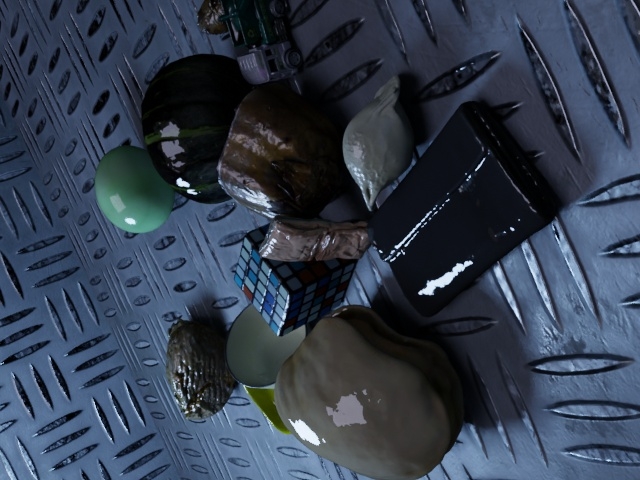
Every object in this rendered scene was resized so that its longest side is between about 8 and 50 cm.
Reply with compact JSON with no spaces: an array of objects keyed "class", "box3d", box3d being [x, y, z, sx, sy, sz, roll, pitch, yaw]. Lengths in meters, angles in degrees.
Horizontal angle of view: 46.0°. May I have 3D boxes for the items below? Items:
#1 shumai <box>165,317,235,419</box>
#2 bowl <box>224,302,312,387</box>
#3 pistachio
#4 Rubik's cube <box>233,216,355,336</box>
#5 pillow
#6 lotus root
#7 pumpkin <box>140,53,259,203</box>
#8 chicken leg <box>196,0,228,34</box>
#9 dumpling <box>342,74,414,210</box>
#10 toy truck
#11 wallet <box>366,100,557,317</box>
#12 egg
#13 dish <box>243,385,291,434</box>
[{"class":"shumai","box3d":[-0.431,0.386,2.428,0.283,0.217,0.345,30,138,43]},{"class":"bowl","box3d":[-0.110,0.270,1.886,0.238,0.237,0.126,34,175,40]},{"class":"pistachio","box3d":[0.090,0.317,1.563,0.446,0.281,0.365,-3,101,42]},{"class":"Rubik's cube","box3d":[-0.059,0.069,1.667,0.187,0.182,0.184,51,146,23]},{"class":"pillow","box3d":[0.000,0.000,1.495,0.126,0.233,0.043,122,142,-50]},{"class":"lotus root","box3d":[-0.061,-0.157,1.470,0.192,0.272,0.272,31,136,30]},{"class":"pumpkin","box3d":[-0.235,-0.233,1.594,0.323,0.242,0.323,-9,-90,-78]},{"class":"chicken leg","box3d":[-0.203,-0.505,1.594,0.198,0.069,0.084,-42,52,51]},{"class":"dumpling","box3d":[0.101,-0.171,1.321,0.166,0.126,0.215,-91,-16,-69]},{"class":"toy truck","box3d":[-0.129,-0.415,1.483,0.110,0.116,0.215,7,118,54]},{"class":"wallet","box3d":[0.217,-0.035,1.289,0.228,0.062,0.406,56,148,13]},{"class":"egg","box3d":[-0.544,-0.151,2.205,0.269,0.221,0.220,62,150,20]},{"class":"dish","box3d":[-0.111,0.388,2.051,0.262,0.108,0.221,39,141,33]}]
